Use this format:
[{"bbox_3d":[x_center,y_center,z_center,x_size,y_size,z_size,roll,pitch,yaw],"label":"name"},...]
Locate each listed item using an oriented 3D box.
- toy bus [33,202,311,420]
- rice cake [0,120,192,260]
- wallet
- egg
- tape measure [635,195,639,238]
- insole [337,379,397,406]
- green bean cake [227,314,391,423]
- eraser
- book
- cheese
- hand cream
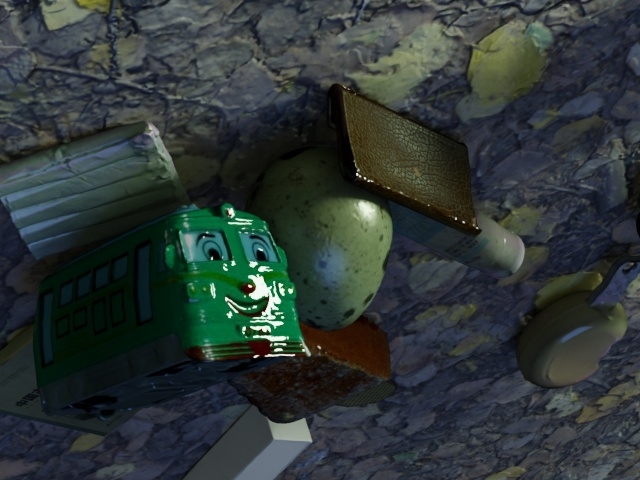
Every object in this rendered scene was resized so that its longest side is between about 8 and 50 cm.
[{"bbox_3d":[-0.182,0.084,1.710,0.183,0.199,0.343,2,163,-42],"label":"toy bus"},{"bbox_3d":[-0.260,-0.056,1.690,0.198,0.037,0.189,-21,147,-2],"label":"rice cake"},{"bbox_3d":[0.100,-0.091,1.759,0.039,0.133,0.243,-26,149,33],"label":"wallet"},{"bbox_3d":[0.000,0.000,1.762,0.177,0.177,0.228,-13,107,-12],"label":"egg"},{"bbox_3d":[0.573,-0.055,2.062,0.275,0.147,0.256,-25,148,-1],"label":"tape measure"},{"bbox_3d":[0.017,0.227,2.269,0.253,0.005,0.086,11,134,-39],"label":"insole"},{"bbox_3d":[-0.026,0.156,2.063,0.198,0.097,0.233,-28,146,12],"label":"green bean cake"},{"bbox_3d":[-0.132,0.359,2.304,0.076,0.078,0.298,9,135,-38],"label":"eraser"},{"bbox_3d":[-0.326,0.187,2.008,0.215,0.025,0.282,-38,145,25],"label":"book"},{"bbox_3d":[0.412,0.121,2.273,0.163,0.082,0.286,2,139,-32],"label":"cheese"},{"bbox_3d":[0.154,-0.029,1.936,0.111,0.070,0.312,-38,139,27],"label":"hand cream"}]
